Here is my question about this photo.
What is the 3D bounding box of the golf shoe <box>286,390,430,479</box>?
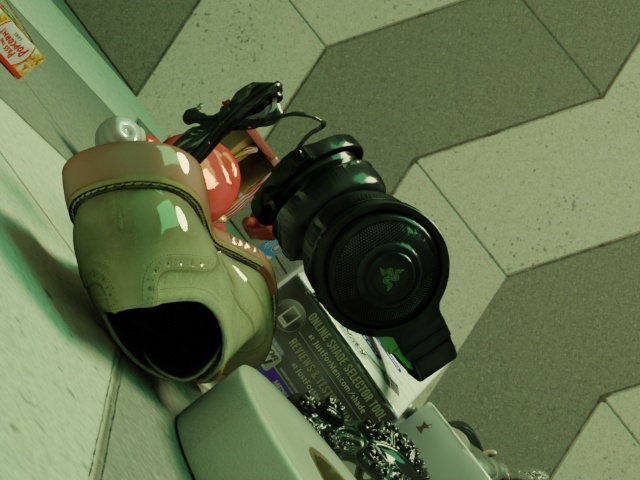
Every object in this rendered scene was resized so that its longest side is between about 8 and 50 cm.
[{"bbox_3d":[0.023,0.218,1.371,0.198,0.094,0.077,34,41,-24],"label":"golf shoe"}]

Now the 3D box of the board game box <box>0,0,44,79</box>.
[{"bbox_3d":[-0.424,-0.302,1.661,0.147,0.045,0.193,52,0,41],"label":"board game box"}]

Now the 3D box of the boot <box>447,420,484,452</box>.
[{"bbox_3d":[0.267,0.510,2.175,0.367,0.146,0.445,64,2,-8],"label":"boot"}]

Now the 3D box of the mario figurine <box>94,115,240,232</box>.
[{"bbox_3d":[-0.208,-0.048,1.758,0.198,0.170,0.320,19,-8,-5],"label":"mario figurine"}]

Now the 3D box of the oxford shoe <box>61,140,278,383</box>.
[{"bbox_3d":[-0.121,0.063,1.163,0.397,0.140,0.147,57,24,-64],"label":"oxford shoe"}]

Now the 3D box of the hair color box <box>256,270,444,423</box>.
[{"bbox_3d":[0.029,0.124,1.579,0.185,0.110,0.339,55,12,5],"label":"hair color box"}]

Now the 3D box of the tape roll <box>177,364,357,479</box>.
[{"bbox_3d":[0.027,0.273,1.119,0.392,0.072,0.392,52,1,-1],"label":"tape roll"}]

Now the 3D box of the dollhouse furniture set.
[{"bbox_3d":[-0.119,-0.035,2.054,0.152,0.201,0.374,52,0,-37],"label":"dollhouse furniture set"}]

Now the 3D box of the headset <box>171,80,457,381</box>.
[{"bbox_3d":[0.000,0.000,1.344,0.243,0.185,0.394,51,-8,47],"label":"headset"}]

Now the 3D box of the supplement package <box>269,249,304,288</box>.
[{"bbox_3d":[-0.042,0.084,1.977,0.105,0.179,0.105,52,0,-21],"label":"supplement package"}]

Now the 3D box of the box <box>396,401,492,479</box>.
[{"bbox_3d":[0.163,0.366,1.531,0.215,0.168,0.345,53,0,37],"label":"box"}]

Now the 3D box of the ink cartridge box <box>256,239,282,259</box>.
[{"bbox_3d":[-0.058,0.092,2.299,0.191,0.139,0.082,53,-1,45],"label":"ink cartridge box"}]

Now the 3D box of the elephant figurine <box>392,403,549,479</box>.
[{"bbox_3d":[0.171,0.322,1.933,0.239,0.186,0.169,17,-36,33],"label":"elephant figurine"}]
